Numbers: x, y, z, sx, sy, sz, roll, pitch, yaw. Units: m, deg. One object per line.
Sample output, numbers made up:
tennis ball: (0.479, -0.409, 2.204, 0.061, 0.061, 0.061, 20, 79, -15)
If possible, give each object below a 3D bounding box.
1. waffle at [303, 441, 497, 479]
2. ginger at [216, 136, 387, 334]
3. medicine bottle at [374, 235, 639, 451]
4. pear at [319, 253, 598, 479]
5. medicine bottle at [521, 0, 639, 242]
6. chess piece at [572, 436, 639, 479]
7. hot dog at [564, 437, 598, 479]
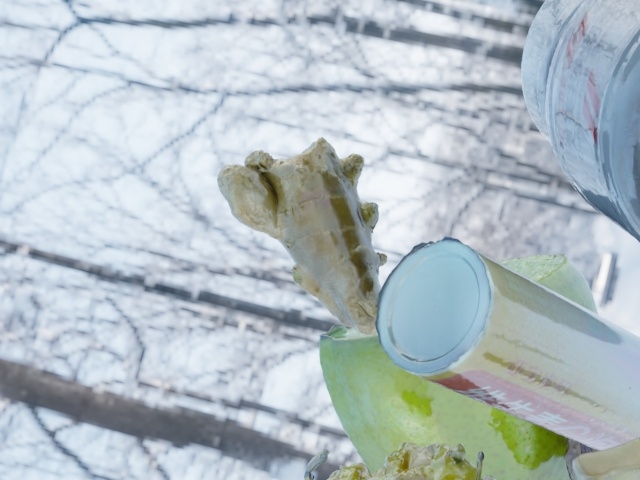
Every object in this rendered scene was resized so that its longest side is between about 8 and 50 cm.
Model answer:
waffle: (0.033, 0.266, 1.056, 0.280, 0.262, 0.060, -38, -54, -17)
ginger: (0.004, -0.013, 1.314, 0.081, 0.205, 0.115, -30, 14, 49)
medicine bottle: (0.206, 0.108, 1.064, 0.426, 0.108, 0.108, 25, -105, -42)
pear: (0.204, 0.197, 1.685, 0.342, 0.238, 0.318, -22, -79, -39)
medicine bottle: (0.304, -0.118, 1.176, 0.306, 0.245, 0.245, -122, 41, -71)
chess piece: (0.183, 0.188, 0.773, 0.090, 0.090, 0.200, -60, -33, -59)
hot dog: (0.387, 0.282, 1.538, 0.174, 0.387, 0.267, -34, 29, 31)
